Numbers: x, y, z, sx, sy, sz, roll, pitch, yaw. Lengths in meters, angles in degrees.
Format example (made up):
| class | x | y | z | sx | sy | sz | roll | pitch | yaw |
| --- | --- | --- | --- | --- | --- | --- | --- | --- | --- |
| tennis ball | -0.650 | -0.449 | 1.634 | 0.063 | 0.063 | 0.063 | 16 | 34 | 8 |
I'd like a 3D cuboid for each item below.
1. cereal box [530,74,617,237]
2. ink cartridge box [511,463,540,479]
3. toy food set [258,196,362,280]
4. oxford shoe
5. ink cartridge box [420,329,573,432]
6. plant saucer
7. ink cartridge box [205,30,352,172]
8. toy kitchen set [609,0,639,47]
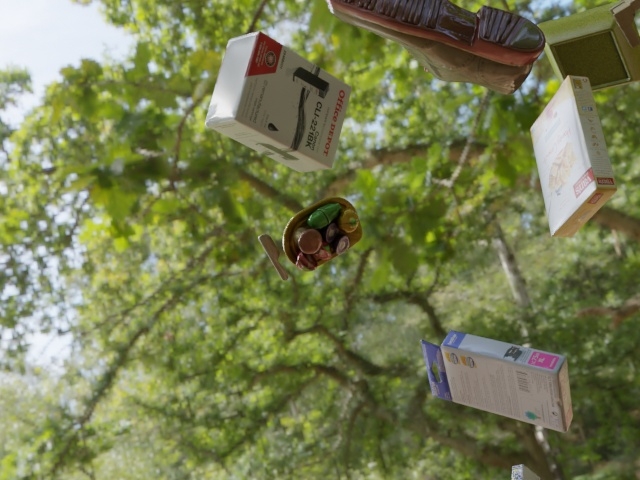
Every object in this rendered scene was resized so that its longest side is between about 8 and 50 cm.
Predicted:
| class | x | y | z | sx | sy | sz | roll | pitch | yaw |
| --- | --- | --- | --- | --- | --- | --- | --- | --- | --- |
| cereal box | 0.447 | -0.148 | 1.543 | 0.047 | 0.240 | 0.173 | 4 | -30 | -12 |
| ink cartridge box | 0.403 | 0.508 | 1.698 | 0.029 | 0.115 | 0.063 | -25 | -53 | 38 |
| toy food set | 0.000 | 0.000 | 1.729 | 0.218 | 0.128 | 0.071 | -30 | 26 | -19 |
| oxford shoe | 0.165 | -0.312 | 1.352 | 0.348 | 0.123 | 0.130 | 21 | -38 | 6 |
| ink cartridge box | 0.375 | 0.293 | 1.844 | 0.311 | 0.065 | 0.186 | 8 | -47 | 31 |
| plant saucer | 0.548 | -0.370 | 1.735 | 0.188 | 0.045 | 0.188 | -9 | -50 | 37 |
| ink cartridge box | -0.081 | -0.283 | 1.808 | 0.273 | 0.197 | 0.114 | 24 | -15 | -39 |
| toy kitchen set | 0.555 | -0.398 | 1.498 | 0.083 | 0.068 | 0.075 | -30 | -64 | 21 |
